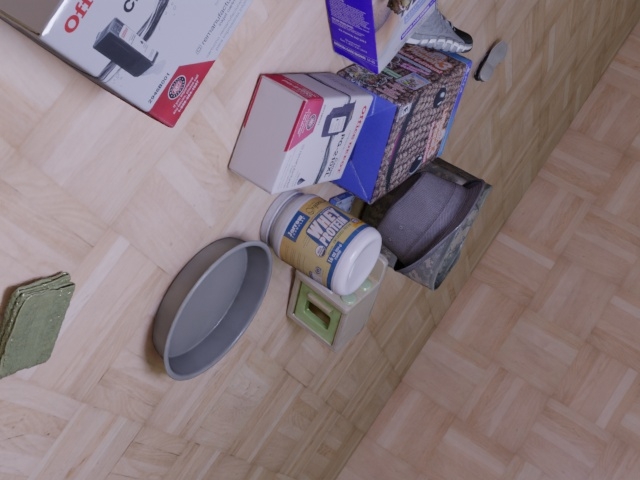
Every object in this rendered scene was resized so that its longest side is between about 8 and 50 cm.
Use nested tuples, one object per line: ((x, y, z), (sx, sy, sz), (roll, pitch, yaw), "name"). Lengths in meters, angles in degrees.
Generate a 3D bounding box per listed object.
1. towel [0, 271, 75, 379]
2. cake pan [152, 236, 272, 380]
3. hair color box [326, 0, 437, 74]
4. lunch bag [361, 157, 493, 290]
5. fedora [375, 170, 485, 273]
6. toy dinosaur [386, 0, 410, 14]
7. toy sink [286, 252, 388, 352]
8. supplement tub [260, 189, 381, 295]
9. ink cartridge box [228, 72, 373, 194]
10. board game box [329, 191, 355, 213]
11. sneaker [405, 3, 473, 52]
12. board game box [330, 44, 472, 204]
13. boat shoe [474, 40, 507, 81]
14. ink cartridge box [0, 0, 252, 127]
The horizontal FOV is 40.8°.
((-0.392, 0.115, 1.168), (0.110, 0.027, 0.148), (-17, 133, -61), "towel")
((-0.198, 0.117, 1.562), (0.293, 0.054, 0.293), (-47, 156, -29), "cake pan")
((0.097, -0.451, 1.382), (0.185, 0.110, 0.338), (-51, 156, -18), "hair color box")
((0.233, -0.052, 2.032), (0.169, 0.235, 0.287), (-13, 131, -65), "lunch bag")
((0.207, -0.059, 1.805), (0.243, 0.124, 0.275), (-56, -175, -35), "fedora")
((0.185, -0.439, 1.365), (0.268, 0.064, 0.118), (-38, 165, -45), "toy dinosaur")
((0.031, 0.108, 1.892), (0.131, 0.153, 0.234), (-38, 157, -37), "toy sink")
((0.000, 0.000, 1.639), (0.144, 0.200, 0.144), (-47, 156, -29), "supplement tub")
((-0.028, -0.187, 1.464), (0.237, 0.100, 0.171), (-20, 137, -58), "ink cartridge box")
((0.037, -0.060, 1.888), (0.090, 0.020, 0.090), (-25, 142, -55), "board game box")
((0.224, -0.437, 1.655), (0.229, 0.086, 0.132), (-4, 116, -40), "sneaker")
((0.146, -0.246, 1.714), (0.291, 0.141, 0.232), (-36, 150, -44), "board game box")
((0.437, -0.460, 2.212), (0.046, 0.038, 0.125), (35, 78, -27), "boat shoe")
((-0.211, -0.268, 0.933), (0.197, 0.114, 0.273), (-58, 158, 0), "ink cartridge box")
